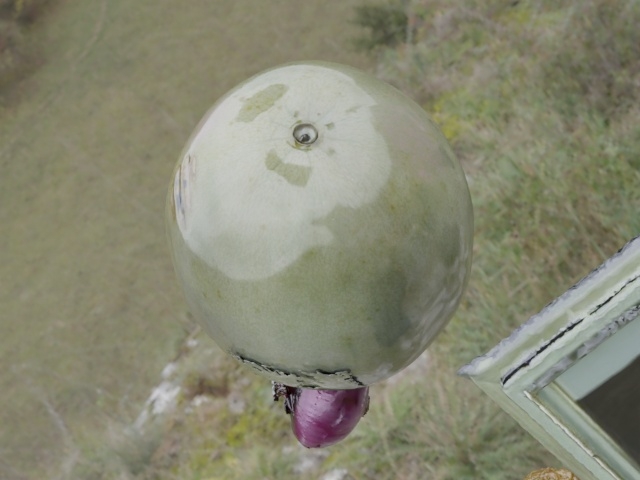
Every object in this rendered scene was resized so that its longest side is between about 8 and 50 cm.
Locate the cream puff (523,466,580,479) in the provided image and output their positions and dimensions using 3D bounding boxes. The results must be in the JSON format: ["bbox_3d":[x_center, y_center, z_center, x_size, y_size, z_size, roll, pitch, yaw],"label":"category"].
[{"bbox_3d":[0.203,0.262,0.941,0.126,0.103,0.143,-33,50,38],"label":"cream puff"}]

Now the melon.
[{"bbox_3d":[0.000,0.000,0.971,0.269,0.330,0.268,-1,62,2],"label":"melon"}]

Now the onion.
[{"bbox_3d":[0.000,0.157,1.139,0.115,0.105,0.115,-171,90,-80],"label":"onion"}]

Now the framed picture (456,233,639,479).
[{"bbox_3d":[0.226,0.019,0.389,0.293,0.231,0.018,-40,35,13],"label":"framed picture"}]
